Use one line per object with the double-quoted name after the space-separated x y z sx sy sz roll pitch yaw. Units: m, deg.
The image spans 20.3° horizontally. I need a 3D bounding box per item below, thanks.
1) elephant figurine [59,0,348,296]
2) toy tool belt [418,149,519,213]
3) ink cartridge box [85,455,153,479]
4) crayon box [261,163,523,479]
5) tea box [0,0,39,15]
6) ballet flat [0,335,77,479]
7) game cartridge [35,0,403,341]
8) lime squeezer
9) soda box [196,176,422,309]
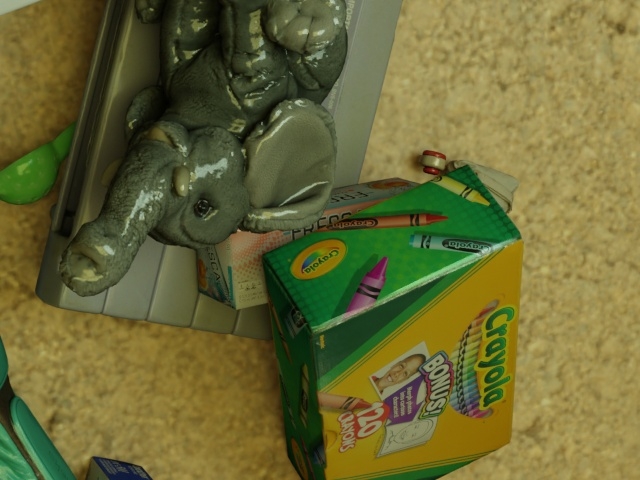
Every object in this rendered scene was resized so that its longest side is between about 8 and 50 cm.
-0.073 -0.066 1.195 0.186 0.169 0.239 15 87 -19 "elephant figurine"
0.113 -0.036 1.414 0.083 0.052 0.051 17 85 -20 "toy tool belt"
-0.170 0.276 1.343 0.046 0.097 0.207 15 94 -21 "ink cartridge box"
0.056 0.085 1.319 0.165 0.081 0.278 -24 145 -14 "crayon box"
-0.265 -0.234 1.061 0.329 0.324 0.220 -28 108 -37 "tea box"
-0.257 0.119 1.300 0.087 0.083 0.247 -22 104 4 "ballet flat"
-0.062 -0.108 1.315 0.230 0.068 0.355 11 95 -38 "game cartridge"
-0.252 -0.079 1.279 0.310 0.059 0.109 -2 100 -18 "lime squeezer"
0.000 0.000 1.312 0.183 0.058 0.063 -12 107 -29 "soda box"
